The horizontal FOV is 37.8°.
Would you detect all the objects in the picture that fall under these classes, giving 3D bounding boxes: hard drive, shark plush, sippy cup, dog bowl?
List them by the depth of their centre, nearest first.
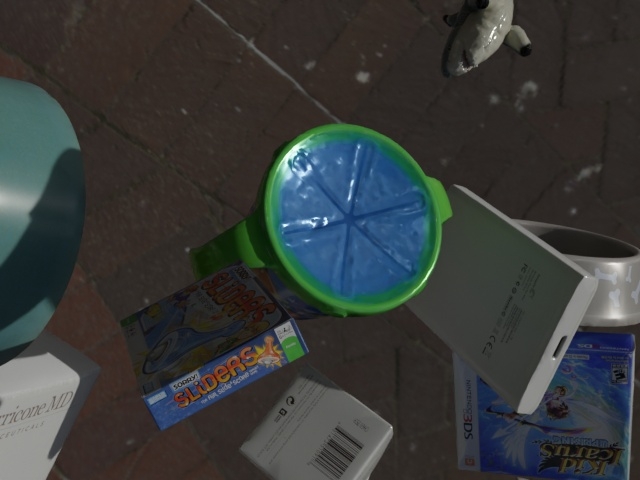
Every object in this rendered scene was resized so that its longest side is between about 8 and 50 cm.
[{"bbox_3d":[0.132,-0.213,0.838,0.067,0.161,0.073,-32,136,32],"label":"shark plush"},{"bbox_3d":[0.000,0.000,1.180,0.305,0.224,0.240,22,67,-15],"label":"sippy cup"},{"bbox_3d":[0.237,0.072,1.312,0.040,0.307,0.203,12,109,-31],"label":"hard drive"},{"bbox_3d":[0.366,0.041,1.534,0.348,0.348,0.102,3,102,-26],"label":"dog bowl"}]

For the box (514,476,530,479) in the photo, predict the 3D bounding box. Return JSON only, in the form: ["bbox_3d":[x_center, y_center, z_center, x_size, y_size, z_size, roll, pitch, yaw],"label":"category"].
[{"bbox_3d":[0.251,0.401,0.861,0.232,0.058,0.322,14,91,-8],"label":"box"}]

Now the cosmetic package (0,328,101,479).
[{"bbox_3d":[-0.600,0.289,1.349,0.394,0.327,0.329,-62,166,7],"label":"cosmetic package"}]

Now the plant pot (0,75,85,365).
[{"bbox_3d":[-0.396,-0.034,0.830,0.235,0.293,0.293,15,107,-54],"label":"plant pot"}]

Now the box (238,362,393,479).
[{"bbox_3d":[-0.003,0.329,1.507,0.181,0.182,0.119,-51,161,-15],"label":"box"}]

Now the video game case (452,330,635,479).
[{"bbox_3d":[0.344,0.257,1.453,0.269,0.061,0.244,1,116,17],"label":"video game case"}]

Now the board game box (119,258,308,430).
[{"bbox_3d":[-0.102,0.085,0.833,0.136,0.201,0.035,-27,109,-10],"label":"board game box"}]
